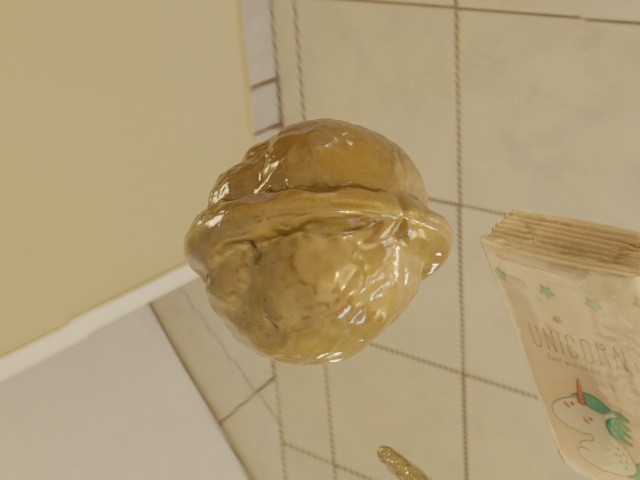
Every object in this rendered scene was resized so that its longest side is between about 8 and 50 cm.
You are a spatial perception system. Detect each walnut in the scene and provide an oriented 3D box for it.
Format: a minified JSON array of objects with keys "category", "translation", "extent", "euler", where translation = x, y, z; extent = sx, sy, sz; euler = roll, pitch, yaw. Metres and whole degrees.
[{"category":"walnut","translation":[-0.008,-0.004,1.538],"extent":[0.384,0.384,0.383],"euler":[20,122,34]}]

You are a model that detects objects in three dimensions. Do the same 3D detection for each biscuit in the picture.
[{"category":"biscuit","translation":[0.147,0.299,1.164],"extent":[0.220,0.033,0.220],"euler":[39,172,7]}]

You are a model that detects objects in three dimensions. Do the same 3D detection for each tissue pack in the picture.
[{"category":"tissue pack","translation":[0.274,0.119,0.993],"extent":[0.170,0.071,0.325],"euler":[16,141,46]}]
